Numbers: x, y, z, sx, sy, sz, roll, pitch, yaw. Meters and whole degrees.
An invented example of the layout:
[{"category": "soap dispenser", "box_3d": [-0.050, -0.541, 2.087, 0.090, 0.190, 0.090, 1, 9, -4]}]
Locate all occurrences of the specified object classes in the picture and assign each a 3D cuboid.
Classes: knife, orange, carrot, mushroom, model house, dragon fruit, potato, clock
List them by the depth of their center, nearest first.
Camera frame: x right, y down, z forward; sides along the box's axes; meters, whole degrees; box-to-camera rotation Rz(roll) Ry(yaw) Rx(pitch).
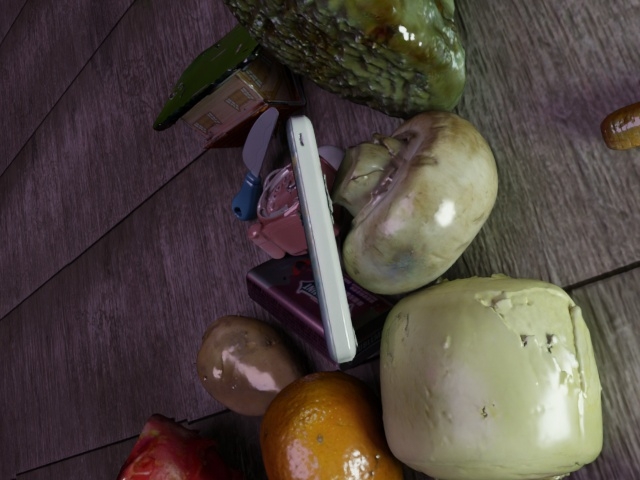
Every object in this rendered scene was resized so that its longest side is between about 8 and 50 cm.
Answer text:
[{"category": "carrot", "box_3d": [0.384, -0.136, 0.604, 0.191, 0.047, 0.047, -17, 75, 36]}, {"category": "mushroom", "box_3d": [0.105, -0.049, 0.749, 0.255, 0.184, 0.255, -162, 90, -80]}, {"category": "orange", "box_3d": [0.022, 0.284, 0.800, 0.170, 0.224, 0.224, -31, 62, 8]}, {"category": "clock", "box_3d": [-0.026, -0.063, 0.946, 0.166, 0.093, 0.162, -22, 42, 36]}, {"category": "dragon fruit", "box_3d": [-0.242, 0.490, 0.981, 0.371, 0.249, 0.386, -74, 2, -49]}, {"category": "potato", "box_3d": [-0.124, 0.216, 1.002, 0.235, 0.128, 0.161, 41, 118, 32]}, {"category": "knife", "box_3d": [-0.117, -0.133, 1.040, 0.058, 0.032, 0.244, 41, 135, 25]}, {"category": "model house", "box_3d": [-0.136, -0.273, 1.079, 0.294, 0.154, 0.207, -22, 39, 40]}]

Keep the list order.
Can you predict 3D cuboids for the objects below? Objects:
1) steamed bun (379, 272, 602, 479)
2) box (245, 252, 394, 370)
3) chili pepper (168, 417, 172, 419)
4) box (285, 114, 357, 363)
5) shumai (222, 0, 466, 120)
[{"category": "steamed bun", "box_3d": [0.168, 0.155, 0.697, 0.273, 0.166, 0.232, -10, 81, 44]}, {"category": "box", "box_3d": [-0.003, 0.093, 0.902, 0.224, 0.120, 0.069, 30, 137, 40]}, {"category": "chili pepper", "box_3d": [-0.363, 0.459, 1.272, 0.049, 0.043, 0.208, 32, 108, 54]}, {"category": "box", "box_3d": [0.000, 0.000, 0.728, 0.044, 0.142, 0.285, -11, 86, 0]}, {"category": "shumai", "box_3d": [0.064, -0.371, 0.761, 0.323, 0.397, 0.324, -60, 27, -7]}]
